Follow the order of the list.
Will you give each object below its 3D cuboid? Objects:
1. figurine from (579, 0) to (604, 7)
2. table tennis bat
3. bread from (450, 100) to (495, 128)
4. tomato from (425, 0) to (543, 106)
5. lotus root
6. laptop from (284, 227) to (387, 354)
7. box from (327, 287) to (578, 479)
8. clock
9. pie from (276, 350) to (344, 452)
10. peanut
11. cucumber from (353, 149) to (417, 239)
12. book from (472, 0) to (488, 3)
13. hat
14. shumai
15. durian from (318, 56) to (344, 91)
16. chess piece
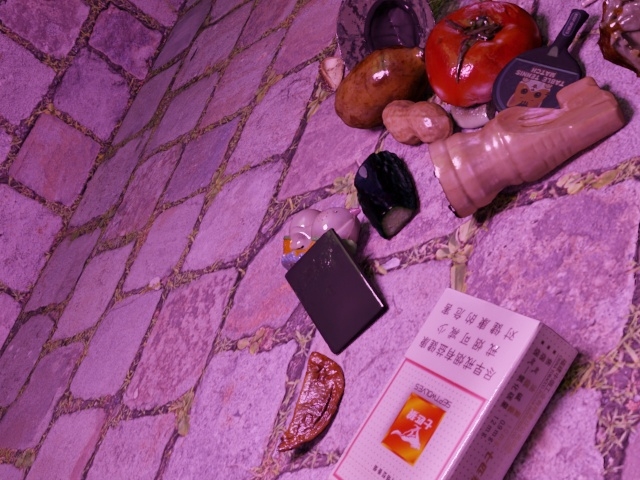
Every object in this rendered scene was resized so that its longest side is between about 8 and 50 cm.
[{"bbox_3d":[0.494,-0.448,1.562,0.109,0.047,0.064,-36,61,39],"label":"figurine"},{"bbox_3d":[0.386,-0.295,1.522,0.150,0.027,0.236,25,78,37],"label":"table tennis bat"},{"bbox_3d":[0.286,-0.281,1.687,0.112,0.036,0.193,-21,41,46],"label":"bread"},{"bbox_3d":[0.288,-0.360,1.640,0.227,0.101,0.228,-14,48,16],"label":"tomato"},{"bbox_3d":[0.137,-0.321,1.836,0.260,0.145,0.129,-30,58,38],"label":"lotus root"},{"bbox_3d":[0.024,0.090,1.592,0.135,0.016,0.197,-44,57,18],"label":"laptop"},{"bbox_3d":[0.170,0.241,1.212,0.330,0.095,0.210,-56,28,-8],"label":"box"},{"bbox_3d":[0.000,0.000,1.724,0.231,0.103,0.144,1,57,54],"label":"clock"},{"bbox_3d":[-0.006,0.275,1.500,0.088,0.033,0.191,-2,53,36],"label":"pie"},{"bbox_3d":[0.187,-0.225,1.723,0.089,0.089,0.192,-57,29,-7],"label":"peanut"},{"bbox_3d":[0.115,-0.091,1.689,0.115,0.085,0.193,-42,37,16],"label":"cucumber"},{"bbox_3d":[0.394,-0.628,1.923,0.264,0.027,0.202,-48,29,9],"label":"book"},{"bbox_3d":[0.164,-0.453,1.942,0.265,0.266,0.128,-29,1,36],"label":"hat"},{"bbox_3d":[0.496,-0.304,1.310,0.184,0.184,0.142,39,115,62],"label":"shumai"},{"bbox_3d":[0.027,-0.407,2.220,0.066,0.052,0.130,-1,50,8],"label":"durian"},{"bbox_3d":[0.327,-0.155,1.422,0.300,0.137,0.137,-25,37,20],"label":"chess piece"}]
